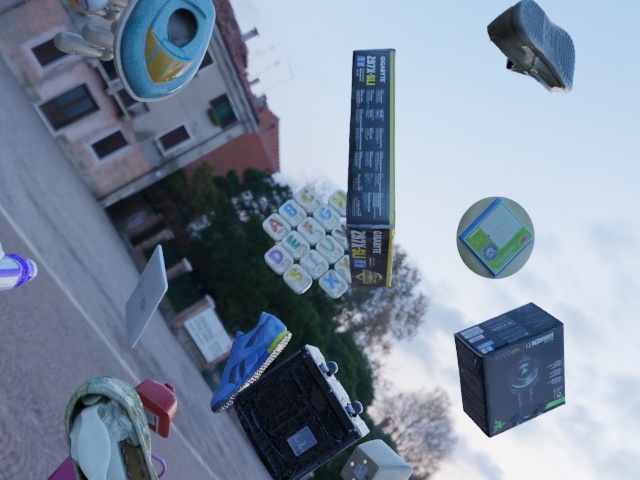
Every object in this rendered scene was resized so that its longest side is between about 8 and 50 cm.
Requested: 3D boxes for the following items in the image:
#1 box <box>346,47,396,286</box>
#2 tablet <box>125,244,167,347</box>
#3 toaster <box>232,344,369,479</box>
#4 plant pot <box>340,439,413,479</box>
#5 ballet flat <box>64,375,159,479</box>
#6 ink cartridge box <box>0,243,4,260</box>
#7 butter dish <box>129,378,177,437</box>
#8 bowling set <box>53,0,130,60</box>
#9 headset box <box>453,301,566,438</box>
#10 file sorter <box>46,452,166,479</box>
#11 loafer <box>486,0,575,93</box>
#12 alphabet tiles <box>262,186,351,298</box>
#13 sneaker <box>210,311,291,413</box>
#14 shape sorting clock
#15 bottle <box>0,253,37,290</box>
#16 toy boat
[{"bbox_3d":[0.088,-0.113,1.073,0.257,0.079,0.322,83,9,-66],"label":"box"},{"bbox_3d":[-0.156,0.050,0.561,0.083,0.006,0.054,-55,-141,30],"label":"tablet"},{"bbox_3d":[-0.034,0.284,1.009,0.168,0.185,0.110,56,9,18],"label":"toaster"},{"bbox_3d":[0.108,0.492,1.341,0.096,0.109,0.109,30,1,-45],"label":"plant pot"},{"bbox_3d":[-0.257,0.344,0.817,0.123,0.123,0.349,98,-27,-71],"label":"ballet flat"},{"bbox_3d":[-0.567,-0.073,0.894,0.272,0.129,0.310,-103,-168,-59],"label":"ink cartridge box"},{"bbox_3d":[-0.459,0.451,1.781,0.159,0.118,0.160,32,-43,14],"label":"butter dish"},{"bbox_3d":[-0.476,-0.531,1.463,0.286,0.154,0.200,8,-85,35],"label":"bowling set"},{"bbox_3d":[0.495,0.343,1.646,0.131,0.246,0.283,-135,-149,-60],"label":"headset box"},{"bbox_3d":[-0.409,0.527,1.150,0.182,0.202,0.291,37,17,-20],"label":"file sorter"},{"bbox_3d":[0.371,-0.332,1.102,0.087,0.095,0.251,0,-19,42],"label":"loafer"},{"bbox_3d":[0.000,0.000,1.635,0.278,0.284,0.021,46,-14,11],"label":"alphabet tiles"},{"bbox_3d":[-0.148,0.230,1.202,0.082,0.209,0.069,38,-5,15],"label":"sneaker"},{"bbox_3d":[0.435,-0.007,1.573,0.206,0.206,0.040,59,-6,-3],"label":"shape sorting clock"},{"bbox_3d":[-0.859,0.082,1.679,0.118,0.092,0.283,25,1,5],"label":"bottle"},{"bbox_3d":[-0.348,-0.415,1.223,0.148,0.268,0.318,26,4,43],"label":"toy boat"}]
